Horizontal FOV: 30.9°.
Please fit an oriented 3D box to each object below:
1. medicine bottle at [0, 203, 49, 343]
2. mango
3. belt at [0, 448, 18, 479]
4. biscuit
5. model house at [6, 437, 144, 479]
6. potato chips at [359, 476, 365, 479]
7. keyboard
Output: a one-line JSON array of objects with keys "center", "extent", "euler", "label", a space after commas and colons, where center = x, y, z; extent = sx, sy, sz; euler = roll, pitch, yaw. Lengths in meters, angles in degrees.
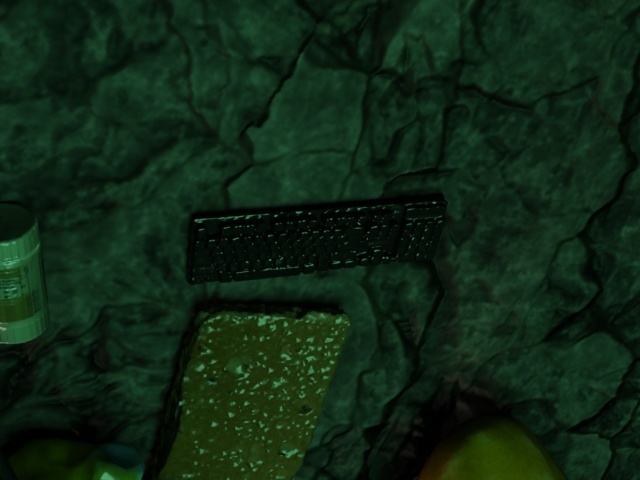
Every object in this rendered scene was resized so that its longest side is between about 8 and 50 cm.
[{"center": [-0.202, 0.022, 0.750], "extent": [0.047, 0.047, 0.083], "euler": [-10, 128, -17], "label": "medicine bottle"}, {"center": [0.146, 0.258, 1.011], "extent": [0.187, 0.138, 0.257], "euler": [-38, 137, -9], "label": "mango"}, {"center": [-0.303, 0.122, 0.602], "extent": [0.173, 0.300, 0.436], "euler": [-29, 109, 4], "label": "belt"}, {"center": [-0.062, 0.143, 0.910], "extent": [0.131, 0.025, 0.230], "euler": [3, 122, -26], "label": "biscuit"}, {"center": [-0.201, 0.305, 0.835], "extent": [0.216, 0.237, 0.303], "euler": [15, 116, -35], "label": "model house"}, {"center": [0.032, 0.300, 1.064], "extent": [0.092, 0.028, 0.207], "euler": [-22, 128, -5], "label": "potato chips"}, {"center": [0.000, 0.000, 0.840], "extent": [0.196, 0.018, 0.060], "euler": [-6, 128, -19], "label": "keyboard"}]
